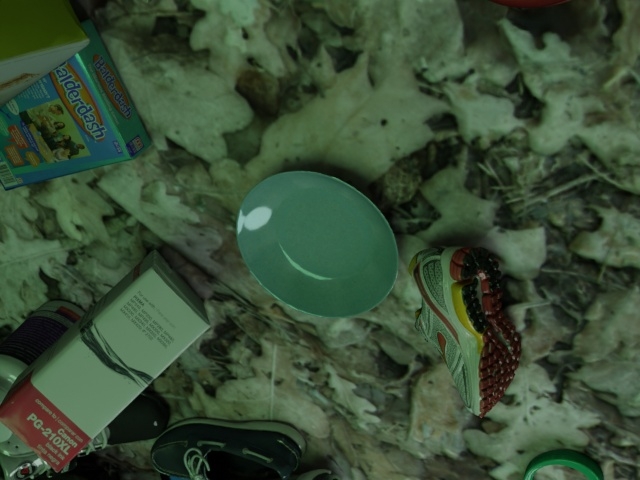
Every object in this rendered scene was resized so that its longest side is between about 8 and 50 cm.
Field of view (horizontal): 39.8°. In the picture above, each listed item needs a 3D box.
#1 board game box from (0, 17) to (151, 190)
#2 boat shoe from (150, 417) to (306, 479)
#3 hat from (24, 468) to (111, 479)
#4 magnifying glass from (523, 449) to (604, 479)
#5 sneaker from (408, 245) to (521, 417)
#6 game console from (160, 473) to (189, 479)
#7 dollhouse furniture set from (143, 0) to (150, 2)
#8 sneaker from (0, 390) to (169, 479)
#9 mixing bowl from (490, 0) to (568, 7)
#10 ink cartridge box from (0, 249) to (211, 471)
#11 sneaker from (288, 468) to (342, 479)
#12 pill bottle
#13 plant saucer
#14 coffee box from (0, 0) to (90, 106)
[{"bbox_3d":[-0.322,-0.153,1.036,0.210,0.047,0.160,-9,117,29],"label":"board game box"},{"bbox_3d":[-0.142,0.310,1.239,0.255,0.079,0.095,-4,119,26],"label":"boat shoe"},{"bbox_3d":[-0.380,0.413,1.352,0.332,0.331,0.133,7,81,19],"label":"hat"},{"bbox_3d":[0.269,0.340,1.119,0.092,0.026,0.231,32,126,1],"label":"magnifying glass"},{"bbox_3d":[0.159,0.098,0.982,0.093,0.088,0.225,10,127,42],"label":"sneaker"},{"bbox_3d":[-0.188,0.409,1.333,0.122,0.107,0.071,-8,146,28],"label":"game console"},{"bbox_3d":[-0.135,-0.318,0.761,0.129,0.183,0.129,34,128,0],"label":"dollhouse furniture set"},{"bbox_3d":[-0.381,0.283,1.239,0.331,0.146,0.122,0,129,-5],"label":"sneaker"},{"bbox_3d":[0.167,-0.264,0.722,0.182,0.098,0.181,11,126,16],"label":"mixing bowl"},{"bbox_3d":[-0.249,0.132,1.046,0.237,0.172,0.100,-44,102,-4],"label":"ink cartridge box"},{"bbox_3d":[0.014,0.441,1.255,0.118,0.110,0.292,-9,114,42],"label":"sneaker"},{"bbox_3d":[-0.389,0.175,1.186,0.108,0.193,0.108,11,124,17],"label":"pill bottle"},{"bbox_3d":[0.000,0.000,1.003,0.195,0.037,0.194,12,125,17],"label":"plant saucer"},{"bbox_3d":[-0.504,-0.241,0.844,0.334,0.338,0.338,-22,99,33],"label":"coffee box"}]
